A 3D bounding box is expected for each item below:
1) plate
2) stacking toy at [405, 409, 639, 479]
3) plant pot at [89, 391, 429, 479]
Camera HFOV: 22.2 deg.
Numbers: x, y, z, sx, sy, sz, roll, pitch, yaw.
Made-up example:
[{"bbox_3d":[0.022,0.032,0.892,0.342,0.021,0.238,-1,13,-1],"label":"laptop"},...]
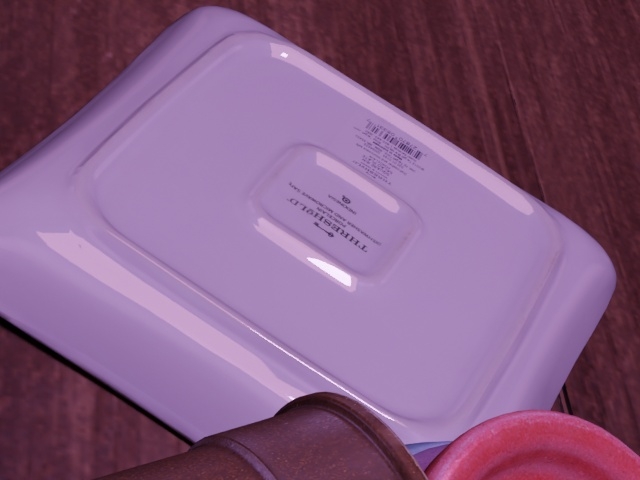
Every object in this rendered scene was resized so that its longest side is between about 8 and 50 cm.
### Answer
[{"bbox_3d":[0.000,0.000,0.773,0.277,0.045,0.278,33,38,5],"label":"plate"},{"bbox_3d":[0.138,0.191,0.642,0.309,0.130,0.279,-5,76,-32],"label":"stacking toy"},{"bbox_3d":[-0.058,0.141,0.501,0.165,0.167,0.167,-7,51,-28],"label":"plant pot"}]
